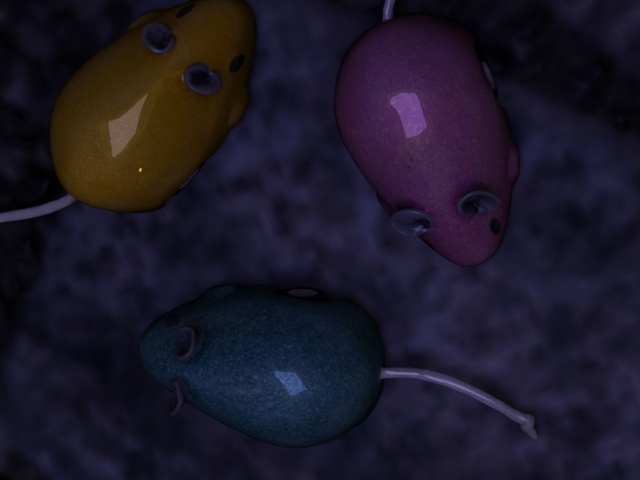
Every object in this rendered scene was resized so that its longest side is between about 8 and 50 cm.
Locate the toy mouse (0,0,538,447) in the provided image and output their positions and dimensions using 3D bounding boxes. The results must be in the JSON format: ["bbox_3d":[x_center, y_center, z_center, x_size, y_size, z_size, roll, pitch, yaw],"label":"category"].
[{"bbox_3d":[0.000,0.000,0.453,0.161,0.031,0.143,-42,89,16],"label":"toy mouse"}]
